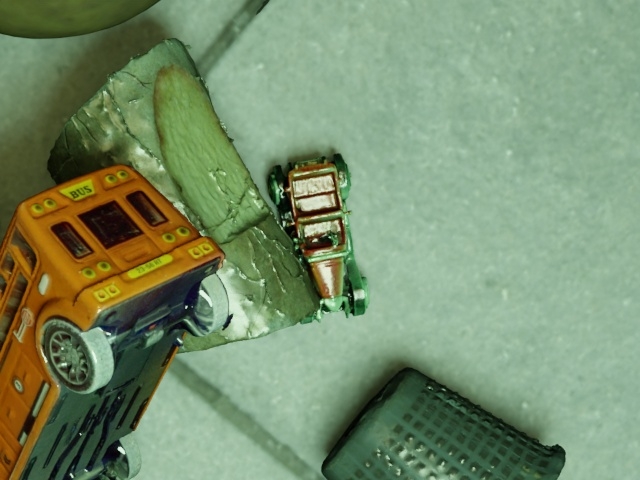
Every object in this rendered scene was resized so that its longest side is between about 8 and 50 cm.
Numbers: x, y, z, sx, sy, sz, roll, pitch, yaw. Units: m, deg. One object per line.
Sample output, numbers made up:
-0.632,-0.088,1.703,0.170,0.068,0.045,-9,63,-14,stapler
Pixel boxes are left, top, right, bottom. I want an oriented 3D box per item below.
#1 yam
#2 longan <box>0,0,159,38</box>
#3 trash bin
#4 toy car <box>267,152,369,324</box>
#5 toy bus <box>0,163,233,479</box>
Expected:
-0.121,-0.024,1.379,0.154,0.154,0.254,-29,97,-4,yam
-0.201,-0.312,1.282,0.319,0.319,0.318,-1,95,-7,longan
0.096,0.197,1.428,0.161,0.175,0.175,41,89,3,trash bin
0.000,0.000,1.443,0.073,0.054,0.143,-9,95,-7,toy car
-0.202,0.099,1.322,0.143,0.329,0.153,-27,66,-41,toy bus
